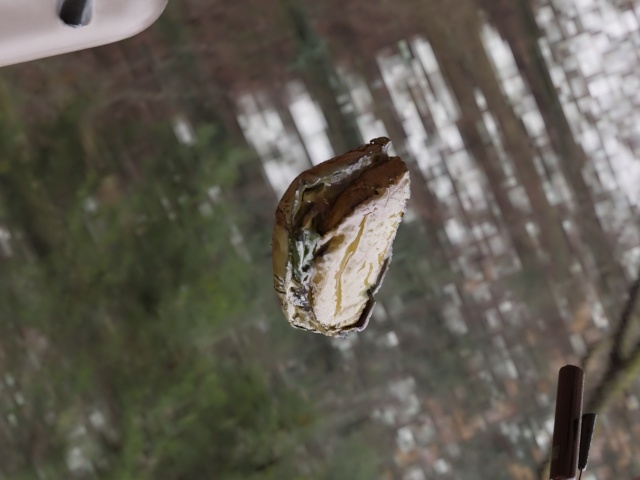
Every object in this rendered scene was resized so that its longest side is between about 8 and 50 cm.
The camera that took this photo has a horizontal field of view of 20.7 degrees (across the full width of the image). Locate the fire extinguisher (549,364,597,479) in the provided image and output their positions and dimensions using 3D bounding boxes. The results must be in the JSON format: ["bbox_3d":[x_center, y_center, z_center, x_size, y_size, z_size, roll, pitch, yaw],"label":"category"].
[{"bbox_3d":[0.267,0.209,1.855,0.049,0.035,0.173,1,-126,15],"label":"fire extinguisher"}]

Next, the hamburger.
[{"bbox_3d":[-0.003,-0.004,1.421,0.102,0.176,0.087,-2,-148,-41],"label":"hamburger"}]

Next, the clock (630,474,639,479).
[{"bbox_3d":[0.372,0.244,1.666,0.196,0.068,0.197,-23,179,-1],"label":"clock"}]

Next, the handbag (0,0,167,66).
[{"bbox_3d":[-0.255,-0.171,0.901,0.301,0.149,0.283,-17,-156,-28],"label":"handbag"}]
